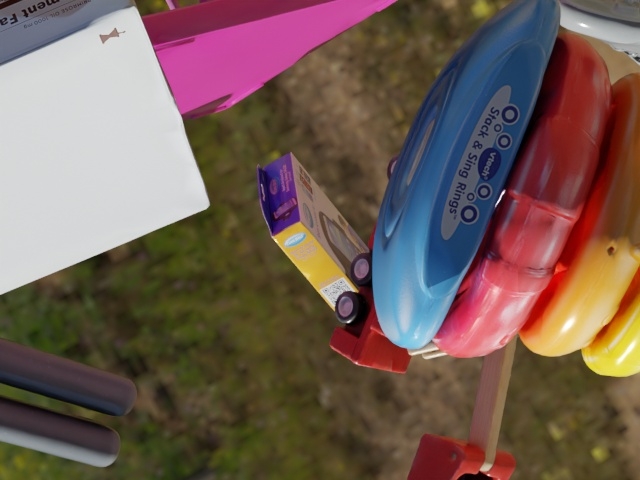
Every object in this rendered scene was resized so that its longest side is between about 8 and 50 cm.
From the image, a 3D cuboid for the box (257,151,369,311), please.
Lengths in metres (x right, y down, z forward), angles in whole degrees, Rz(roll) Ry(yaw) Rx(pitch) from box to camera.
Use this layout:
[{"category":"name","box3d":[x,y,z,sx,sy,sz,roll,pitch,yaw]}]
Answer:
[{"category":"box","box3d":[0.000,0.000,1.396,0.136,0.028,0.081,53,-163,-36]}]

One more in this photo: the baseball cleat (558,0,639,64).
[{"category":"baseball cleat","box3d":[0.236,-0.126,1.367,0.072,0.206,0.109,62,140,48]}]

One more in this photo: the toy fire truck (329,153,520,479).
[{"category":"toy fire truck","box3d":[0.072,0.046,1.127,0.135,0.047,0.192,29,101,46]}]

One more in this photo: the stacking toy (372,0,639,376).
[{"category":"stacking toy","box3d":[0.184,0.015,0.946,0.302,0.175,0.166,22,-179,-5]}]

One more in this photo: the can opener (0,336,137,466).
[{"category":"can opener","box3d":[-0.258,0.085,1.337,0.093,0.280,0.074,12,84,62]}]

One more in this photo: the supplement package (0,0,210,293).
[{"category":"supplement package","box3d":[-0.169,-0.109,0.933,0.194,0.149,0.203,75,171,-64]}]

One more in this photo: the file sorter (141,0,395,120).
[{"category":"file sorter","box3d":[-0.119,-0.176,1.231,0.202,0.291,0.182,-29,86,37]}]
